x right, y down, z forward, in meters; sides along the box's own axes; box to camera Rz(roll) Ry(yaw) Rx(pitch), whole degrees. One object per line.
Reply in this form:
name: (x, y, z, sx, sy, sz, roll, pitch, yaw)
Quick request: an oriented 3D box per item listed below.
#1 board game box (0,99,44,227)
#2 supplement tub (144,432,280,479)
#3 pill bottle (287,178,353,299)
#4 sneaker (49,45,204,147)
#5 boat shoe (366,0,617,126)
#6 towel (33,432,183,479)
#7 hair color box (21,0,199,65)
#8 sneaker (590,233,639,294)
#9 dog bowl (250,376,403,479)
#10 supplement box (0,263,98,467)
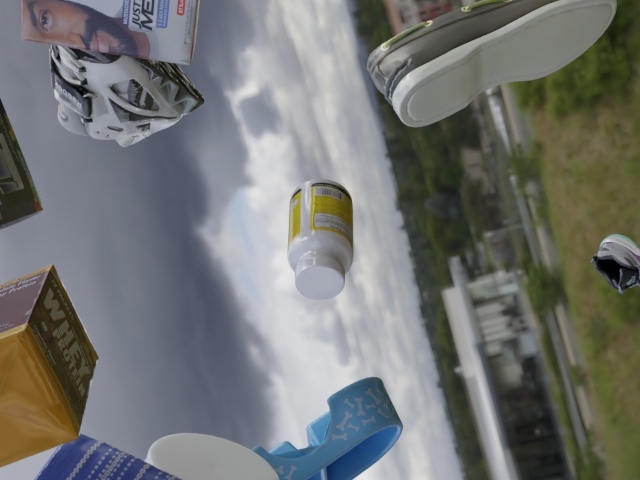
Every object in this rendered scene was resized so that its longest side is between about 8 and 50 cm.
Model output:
board game box: (-0.244, -0.084, 0.772, 0.141, 0.048, 0.170, -86, -24, -84)
supplement tub: (-0.166, 0.399, 1.486, 0.191, 0.191, 0.272, -87, 15, -74)
pill bottle: (0.000, 0.000, 1.165, 0.116, 0.065, 0.065, -88, -16, -46)
sneaker: (-0.262, -0.187, 1.402, 0.122, 0.146, 0.330, 54, -174, 24)
boat shoe: (0.197, -0.230, 1.361, 0.091, 0.305, 0.109, 53, 159, 34)
towel: (-0.213, 0.361, 1.289, 0.243, 0.336, 0.040, -55, -30, -29)
hair color box: (-0.202, -0.233, 1.165, 0.053, 0.167, 0.093, -87, 6, -52)
sneaker: (0.302, 0.036, 1.131, 0.069, 0.098, 0.038, -38, -35, -49)
dog bowl: (-0.013, 0.305, 1.642, 0.074, 0.297, 0.166, 51, 164, 25)
supplement box: (-0.356, 0.144, 1.267, 0.194, 0.191, 0.129, -104, -8, -71)
